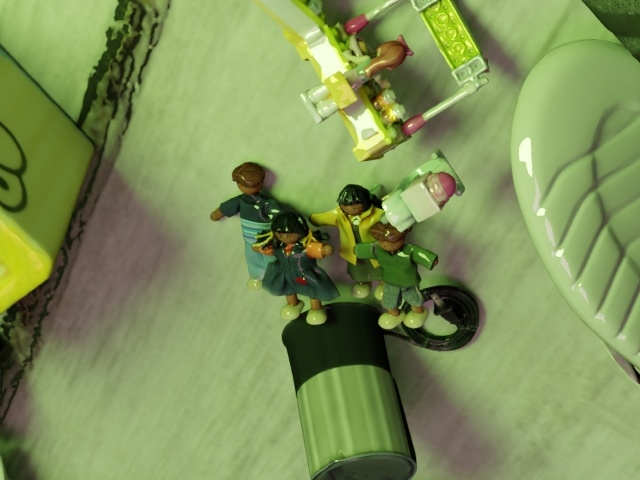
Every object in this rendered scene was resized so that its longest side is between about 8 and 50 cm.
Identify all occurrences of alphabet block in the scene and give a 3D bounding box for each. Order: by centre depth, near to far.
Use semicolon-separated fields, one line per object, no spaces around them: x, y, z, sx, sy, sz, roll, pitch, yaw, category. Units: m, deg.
-0.302;-0.036;1.037;0.193;0.197;0.192;-37;111;18;alphabet block

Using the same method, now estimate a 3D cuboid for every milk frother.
0.056;0.115;1.119;0.129;0.134;0.143;18;138;-39;milk frother

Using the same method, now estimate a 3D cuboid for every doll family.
0.000;0.000;1.091;0.193;0.076;0.111;0;129;17;doll family

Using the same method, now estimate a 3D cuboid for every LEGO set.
0.019;-0.152;0.953;0.107;0.132;0.287;-30;107;20;LEGO set

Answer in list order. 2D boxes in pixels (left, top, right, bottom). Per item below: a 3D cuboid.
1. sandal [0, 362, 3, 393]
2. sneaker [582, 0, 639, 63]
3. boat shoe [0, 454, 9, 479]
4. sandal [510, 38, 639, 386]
-0.443;0.013;1.160;0.107;0.167;0.446;-12;123;42;sandal
0.268;-0.125;0.840;0.185;0.202;0.483;-40;111;16;sneaker
-0.291;0.298;1.368;0.088;0.096;0.267;-20;125;-4;boat shoe
0.257;0.037;1.031;0.416;0.169;0.102;47;162;-20;sandal
